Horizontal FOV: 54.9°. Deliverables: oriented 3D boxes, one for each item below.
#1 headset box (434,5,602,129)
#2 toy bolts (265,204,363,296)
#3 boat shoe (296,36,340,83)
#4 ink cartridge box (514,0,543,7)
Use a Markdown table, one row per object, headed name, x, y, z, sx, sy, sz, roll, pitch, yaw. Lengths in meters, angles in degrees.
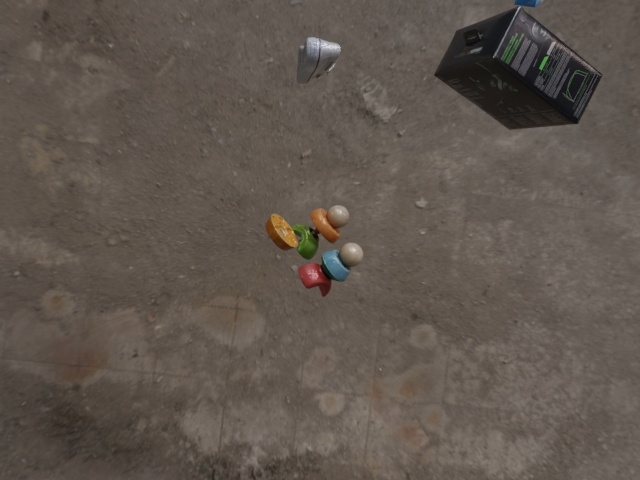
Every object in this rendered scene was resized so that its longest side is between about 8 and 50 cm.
| name | x | y | z | sx | sy | sz | roll | pitch | yaw |
| --- | --- | --- | --- | --- | --- | --- | --- | --- | --- |
| headset box | 0.436 | -0.384 | 1.409 | 0.283 | 0.246 | 0.131 | 29 | 86 | -19 |
| toy bolts | 0.000 | 0.000 | 1.528 | 0.158 | 0.218 | 0.228 | -35 | 59 | 17 |
| boat shoe | -0.006 | -0.379 | 1.322 | 0.076 | 0.226 | 0.083 | 3 | 99 | -9 |
| ink cartridge box | 0.585 | -0.738 | 1.670 | 0.060 | 0.104 | 0.180 | 19 | 128 | 24 |
